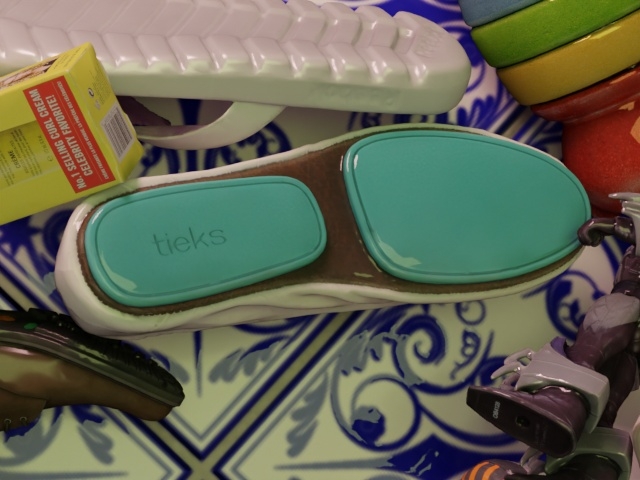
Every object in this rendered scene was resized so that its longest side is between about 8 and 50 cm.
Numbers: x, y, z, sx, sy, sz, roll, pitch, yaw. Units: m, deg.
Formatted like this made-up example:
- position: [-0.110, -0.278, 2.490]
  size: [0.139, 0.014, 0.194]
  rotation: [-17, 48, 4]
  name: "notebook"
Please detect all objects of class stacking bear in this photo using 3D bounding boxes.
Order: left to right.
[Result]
- position: [0.201, -0.157, 1.085]
  size: [0.289, 0.175, 0.164]
  rotation: [64, 30, -8]
  name: "stacking bear"

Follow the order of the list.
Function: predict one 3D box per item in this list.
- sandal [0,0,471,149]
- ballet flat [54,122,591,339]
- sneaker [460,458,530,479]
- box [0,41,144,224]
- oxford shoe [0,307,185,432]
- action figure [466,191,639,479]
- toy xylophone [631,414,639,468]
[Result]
- position: [-0.097, -0.114, 1.026]
  size: [0.416, 0.169, 0.102]
  rotation: [5, 119, -6]
  name: "sandal"
- position: [0.000, 0.000, 1.015]
  size: [0.400, 0.139, 0.139]
  rotation: [-8, 80, -25]
  name: "ballet flat"
- position: [0.071, 0.305, 0.959]
  size: [0.180, 0.124, 0.321]
  rotation: [9, 76, -24]
  name: "sneaker"
- position: [-0.239, -0.048, 0.935]
  size: [0.232, 0.058, 0.087]
  rotation: [-17, 112, 15]
  name: "box"
- position: [-0.208, 0.095, 0.984]
  size: [0.227, 0.083, 0.096]
  rotation: [16, 95, -10]
  name: "oxford shoe"
- position: [0.211, 0.064, 1.017]
  size: [0.099, 0.185, 0.285]
  rotation: [12, 40, 30]
  name: "action figure"
- position: [0.281, 0.193, 0.982]
  size: [0.236, 0.081, 0.323]
  rotation: [-60, 139, -27]
  name: "toy xylophone"
